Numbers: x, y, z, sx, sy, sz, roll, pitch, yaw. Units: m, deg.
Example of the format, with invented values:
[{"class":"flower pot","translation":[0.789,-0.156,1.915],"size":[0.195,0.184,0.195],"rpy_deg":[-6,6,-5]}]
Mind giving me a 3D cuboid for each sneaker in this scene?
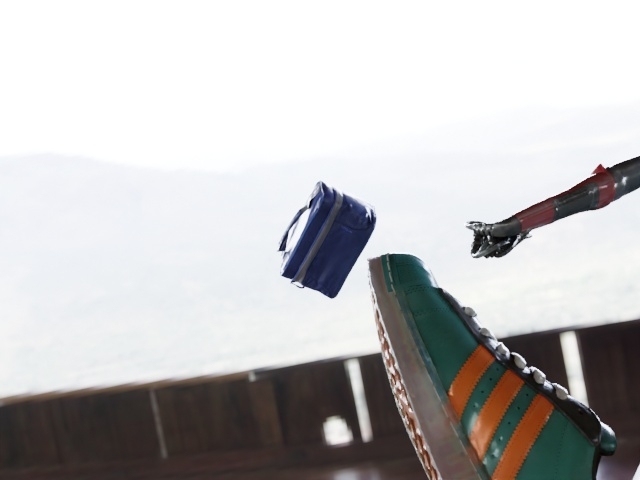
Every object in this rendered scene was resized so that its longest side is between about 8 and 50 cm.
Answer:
[{"class":"sneaker","translation":[0.128,0.129,0.899],"size":[0.121,0.302,0.108],"rpy_deg":[-22,-23,-6]}]

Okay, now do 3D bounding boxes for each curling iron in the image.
[{"class":"curling iron","translation":[0.229,-0.044,1.120],"size":[0.274,0.035,0.068],"rpy_deg":[-24,9,-28]}]

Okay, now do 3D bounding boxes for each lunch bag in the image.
[{"class":"lunch bag","translation":[0.000,0.000,1.165],"size":[0.065,0.098,0.067],"rpy_deg":[26,15,-10]}]

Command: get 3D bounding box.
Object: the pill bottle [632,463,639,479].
[{"class":"pill bottle","translation":[0.348,0.115,0.983],"size":[0.146,0.264,0.146],"rpy_deg":[19,14,-5]}]
